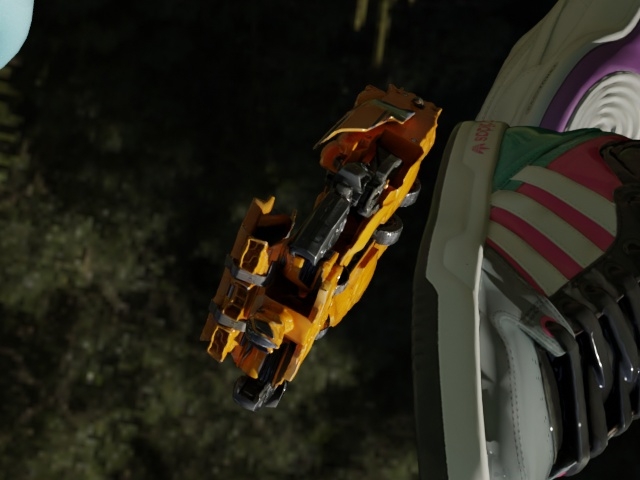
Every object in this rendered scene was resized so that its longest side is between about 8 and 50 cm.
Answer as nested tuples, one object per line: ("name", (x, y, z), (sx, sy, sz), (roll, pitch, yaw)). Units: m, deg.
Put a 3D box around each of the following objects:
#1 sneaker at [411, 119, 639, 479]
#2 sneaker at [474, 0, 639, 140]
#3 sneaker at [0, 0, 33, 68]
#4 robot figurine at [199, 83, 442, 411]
("sneaker", (0.135, 0.038, 0.676), (0.179, 0.295, 0.123), (0, 122, 11))
("sneaker", (0.184, -0.142, 0.950), (0.114, 0.305, 0.152), (43, 168, -18))
("sneaker", (-0.214, -0.132, 0.521), (0.319, 0.208, 0.127), (-9, 160, 30))
("robot figurine", (0.000, 0.000, 1.184), (0.085, 0.291, 0.211), (27, 122, 9))
